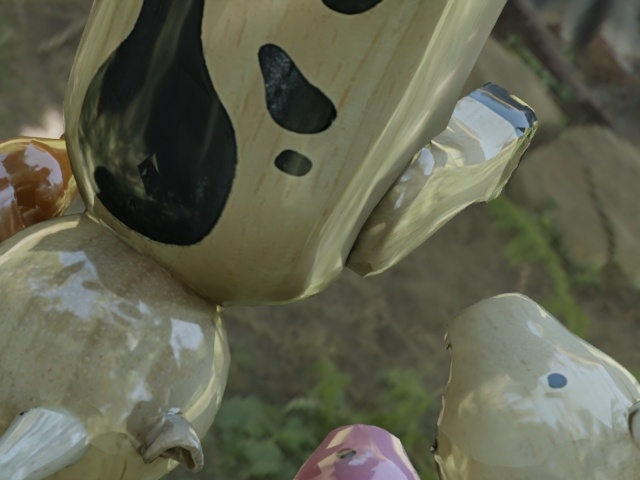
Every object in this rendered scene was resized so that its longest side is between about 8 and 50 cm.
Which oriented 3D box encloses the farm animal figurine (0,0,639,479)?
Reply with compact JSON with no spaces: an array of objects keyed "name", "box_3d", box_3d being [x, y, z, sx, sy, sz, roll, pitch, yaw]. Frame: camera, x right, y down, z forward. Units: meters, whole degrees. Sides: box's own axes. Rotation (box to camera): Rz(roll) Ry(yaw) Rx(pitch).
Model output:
[{"name":"farm animal figurine","box_3d":[0.000,0.000,0.434,0.330,0.327,0.172,17,26,24]}]
